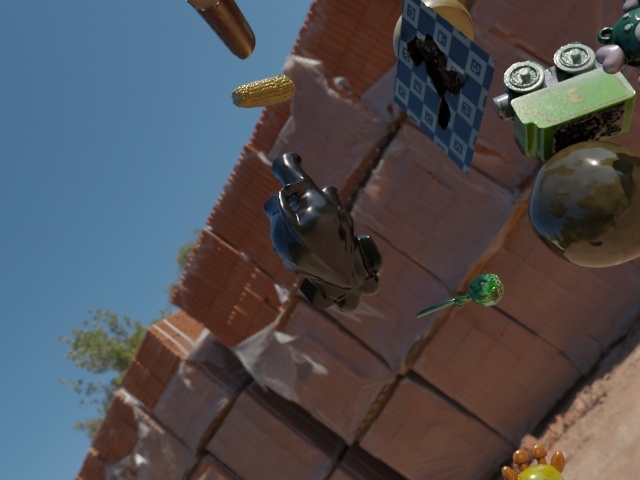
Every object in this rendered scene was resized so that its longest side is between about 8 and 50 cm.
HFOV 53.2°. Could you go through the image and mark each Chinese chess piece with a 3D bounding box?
[{"bbox_3d":[0.347,-0.628,1.975,0.251,0.250,0.097,-60,31,32],"label":"Chinese chess piece"}]

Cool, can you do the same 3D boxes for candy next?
[{"bbox_3d":[0.411,0.184,1.932,0.323,0.097,0.097,-29,12,44],"label":"candy"}]

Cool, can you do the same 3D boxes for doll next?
[{"bbox_3d":[0.464,0.538,1.318,0.142,0.221,0.135,-11,-21,-8],"label":"doll"}]

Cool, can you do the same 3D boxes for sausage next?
[{"bbox_3d":[-0.186,-0.444,1.299,0.082,0.082,0.371,-55,-4,3],"label":"sausage"}]

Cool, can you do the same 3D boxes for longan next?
[{"bbox_3d":[0.641,-0.084,1.490,0.319,0.318,0.319,-53,-9,-12],"label":"longan"}]

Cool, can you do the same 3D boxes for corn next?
[{"bbox_3d":[-0.186,-0.491,2.122,0.260,0.091,0.091,-26,-57,-44],"label":"corn"}]

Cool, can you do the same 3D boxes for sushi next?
[{"bbox_3d":[0.316,-0.402,1.602,0.064,0.343,0.359,-25,-34,-18],"label":"sushi"}]

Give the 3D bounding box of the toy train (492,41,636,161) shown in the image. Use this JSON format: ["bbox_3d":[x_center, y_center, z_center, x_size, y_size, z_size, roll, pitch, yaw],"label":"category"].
[{"bbox_3d":[0.601,-0.341,1.595,0.307,0.249,0.173,-19,-35,5],"label":"toy train"}]

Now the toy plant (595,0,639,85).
[{"bbox_3d":[0.687,-0.415,1.293,0.233,0.243,0.112,-51,-37,-3],"label":"toy plant"}]

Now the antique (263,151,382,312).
[{"bbox_3d":[0.000,0.000,1.356,0.185,0.255,0.322,-39,-46,9],"label":"antique"}]
